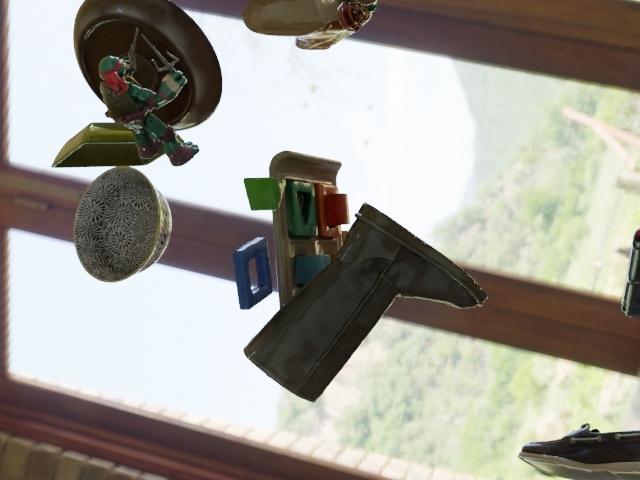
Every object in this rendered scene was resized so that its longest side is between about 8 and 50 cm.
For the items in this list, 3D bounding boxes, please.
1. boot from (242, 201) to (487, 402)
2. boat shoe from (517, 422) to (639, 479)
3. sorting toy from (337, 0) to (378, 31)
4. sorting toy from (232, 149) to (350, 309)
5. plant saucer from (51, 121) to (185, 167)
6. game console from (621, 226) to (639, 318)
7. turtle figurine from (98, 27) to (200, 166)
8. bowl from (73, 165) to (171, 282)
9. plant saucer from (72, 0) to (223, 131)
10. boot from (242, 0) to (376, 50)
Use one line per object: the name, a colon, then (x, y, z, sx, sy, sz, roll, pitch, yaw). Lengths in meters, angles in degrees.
boot: (0.049, 0.086, 1.040, 0.208, 0.190, 0.076, -57, 13, -1)
boat shoe: (0.350, 0.269, 1.259, 0.075, 0.206, 0.065, 38, -120, -37)
sorting toy: (0.056, -0.358, 1.483, 0.061, 0.042, 0.102, 31, -131, -47)
sorting toy: (0.000, 0.000, 1.130, 0.348, 0.047, 0.196, 0, -91, -67)
plant saucer: (-0.364, -0.172, 1.752, 0.188, 0.188, 0.045, -17, 79, 57)
game console: (0.703, 0.076, 1.691, 0.386, 0.342, 0.060, 62, -147, -63)
turtle figurine: (-0.278, -0.221, 1.514, 0.118, 0.175, 0.234, -38, -44, -17)
bowl: (-0.273, -0.018, 1.442, 0.080, 0.170, 0.170, 16, -93, -55)
plant saucer: (-0.330, -0.319, 1.822, 0.310, 0.311, 0.050, 91, -159, -45)
boot: (-0.031, -0.427, 1.966, 0.211, 0.295, 0.104, 141, 111, -70)
